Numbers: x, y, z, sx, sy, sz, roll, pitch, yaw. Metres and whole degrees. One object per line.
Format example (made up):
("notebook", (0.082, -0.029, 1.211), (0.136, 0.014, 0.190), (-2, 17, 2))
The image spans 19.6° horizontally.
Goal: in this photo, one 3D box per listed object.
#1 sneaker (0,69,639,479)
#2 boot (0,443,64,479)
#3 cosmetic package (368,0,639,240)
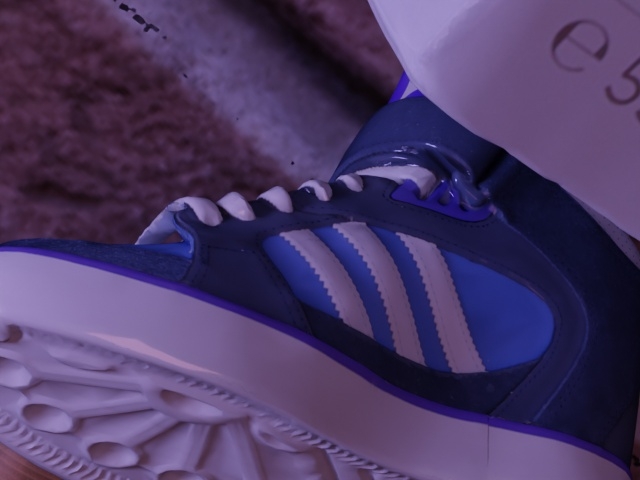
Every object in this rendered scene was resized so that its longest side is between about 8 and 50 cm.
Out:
("sneaker", (0.001, 0.000, 0.807), (0.323, 0.130, 0.236), (19, 54, -21))
("boot", (-0.099, 0.174, 0.863), (0.248, 0.090, 0.207), (33, 101, -24))
("cosmetic package", (0.229, -0.197, 0.665), (0.329, 0.327, 0.393), (31, 112, -30))
